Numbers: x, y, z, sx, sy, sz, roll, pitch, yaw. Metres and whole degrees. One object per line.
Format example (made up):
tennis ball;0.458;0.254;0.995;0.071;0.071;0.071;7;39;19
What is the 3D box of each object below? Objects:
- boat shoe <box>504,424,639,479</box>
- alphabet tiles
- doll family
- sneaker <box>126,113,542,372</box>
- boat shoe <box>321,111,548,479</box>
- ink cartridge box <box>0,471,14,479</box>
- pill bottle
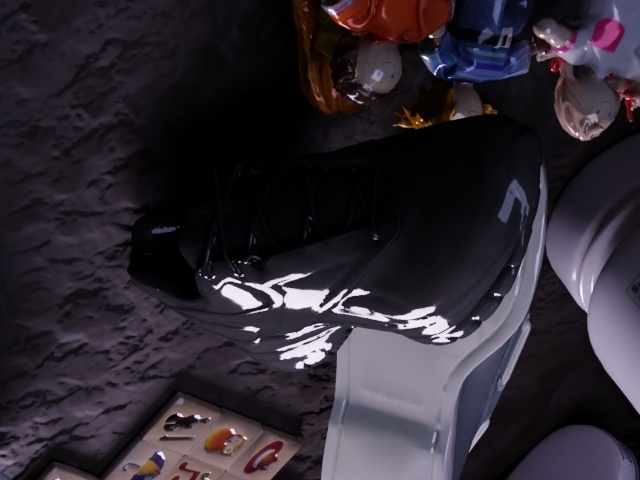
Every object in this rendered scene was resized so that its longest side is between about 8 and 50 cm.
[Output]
boat shoe;0.125;0.263;1.422;0.301;0.108;0.102;-46;135;4
alphabet tiles;-0.127;0.198;1.274;0.237;0.009;0.198;-48;136;15
doll family;0.073;-0.128;1.028;0.263;0.118;0.163;6;109;-41
sneaker;0.000;0.000;1.023;0.130;0.109;0.286;21;150;-31
boat shoe;0.074;0.049;1.217;0.099;0.116;0.319;-50;157;-58
ink cartridge box;-0.225;0.219;1.086;0.045;0.223;0.224;-15;143;27
pill bottle;0.264;0.065;1.181;0.160;0.283;0.160;-17;135;-17
